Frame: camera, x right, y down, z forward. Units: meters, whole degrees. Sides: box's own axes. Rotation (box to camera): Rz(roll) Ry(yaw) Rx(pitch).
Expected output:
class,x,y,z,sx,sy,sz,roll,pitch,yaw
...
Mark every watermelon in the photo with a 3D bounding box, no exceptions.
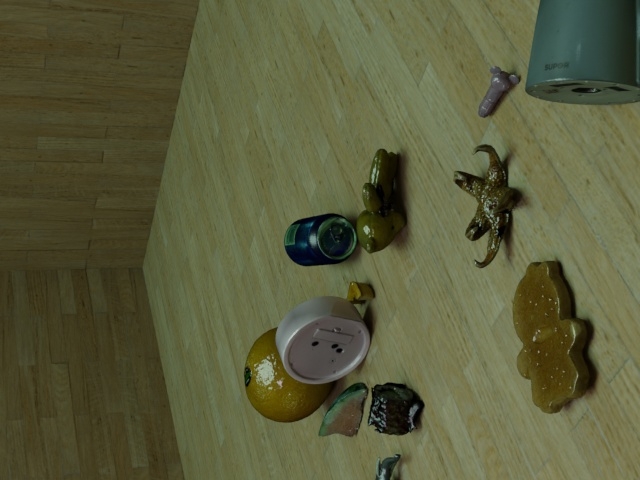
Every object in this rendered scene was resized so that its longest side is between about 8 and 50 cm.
class,x,y,z,sx,sy,sz,roll,pitch,yaw
watermelon,0.061,0.366,2.154,0.101,0.080,0.155,-62,-10,-50

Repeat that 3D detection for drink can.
class,x,y,z,sx,sy,sz,roll,pitch,yaw
drink can,0.000,0.000,2.195,0.205,0.118,0.118,175,94,-68

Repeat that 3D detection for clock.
class,x,y,z,sx,sy,sz,roll,pitch,yaw
clock,0.005,0.216,2.081,0.068,0.196,0.197,-118,35,-50

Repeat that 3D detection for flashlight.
class,x,y,z,sx,sy,sz,roll,pitch,yaw
flashlight,0.289,-0.245,1.595,0.031,0.052,0.110,-61,-3,-35

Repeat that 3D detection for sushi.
class,x,y,z,sx,sy,sz,roll,pitch,yaw
sushi,0.145,0.333,1.902,0.094,0.098,0.084,-101,20,-75

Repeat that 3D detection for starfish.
class,x,y,z,sx,sy,sz,roll,pitch,yaw
starfish,0.273,-0.053,1.577,0.146,0.074,0.190,141,125,-64

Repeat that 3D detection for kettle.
class,x,y,z,sx,sy,sz,roll,pitch,yaw
kettle,0.378,-0.310,1.249,0.210,0.160,0.243,5,89,49

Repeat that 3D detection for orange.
class,x,y,z,sx,sy,sz,roll,pitch,yaw
orange,-0.074,0.310,2.258,0.236,0.236,0.236,179,90,-68

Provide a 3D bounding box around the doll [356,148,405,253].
class,x,y,z,sx,sy,sz,roll,pitch,yaw
doll,0.128,-0.076,1.927,0.137,0.097,0.210,-9,-72,-74

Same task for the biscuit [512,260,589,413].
class,x,y,z,sx,sy,sz,roll,pitch,yaw
biscuit,0.346,0.142,1.458,0.166,0.036,0.226,123,144,-52

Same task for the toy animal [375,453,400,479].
class,x,y,z,sx,sy,sz,roll,pitch,yaw
toy animal,0.112,0.541,1.985,0.137,0.082,0.270,27,111,62

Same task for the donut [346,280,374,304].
class,x,y,z,sx,sy,sz,roll,pitch,yaw
donut,0.086,0.122,2.093,0.067,0.038,0.083,-117,29,-44
